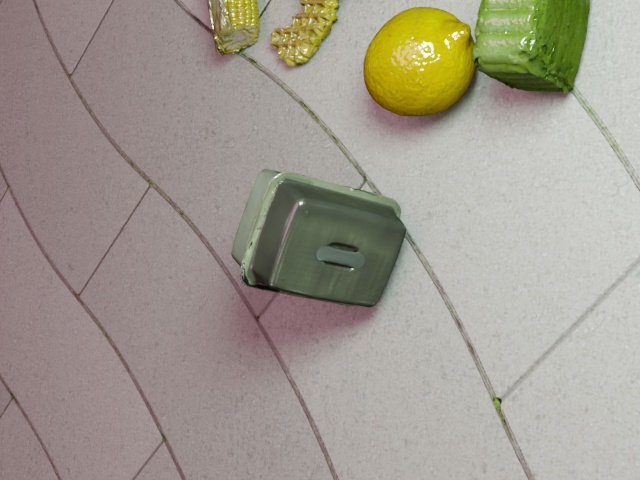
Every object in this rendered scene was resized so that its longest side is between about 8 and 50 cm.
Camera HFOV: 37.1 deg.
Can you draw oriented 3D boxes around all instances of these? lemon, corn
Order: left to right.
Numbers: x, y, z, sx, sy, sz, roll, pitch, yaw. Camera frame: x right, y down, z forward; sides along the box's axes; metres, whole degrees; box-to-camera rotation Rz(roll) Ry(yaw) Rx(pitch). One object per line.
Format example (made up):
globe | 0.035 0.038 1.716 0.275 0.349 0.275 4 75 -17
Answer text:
corn | -0.207 -0.556 2.072 0.123 0.122 0.305 -23 72 40
lemon | 0.170 -0.307 1.649 0.244 0.187 0.187 -28 66 51

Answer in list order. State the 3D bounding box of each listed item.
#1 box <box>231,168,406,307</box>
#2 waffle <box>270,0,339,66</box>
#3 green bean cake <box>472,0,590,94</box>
box | 0.000 0.000 1.703 0.166 0.290 0.221 39 112 54
waffle | -0.033 -0.454 1.946 0.194 0.051 0.149 -54 52 30
green bean cake | 0.333 -0.342 1.482 0.113 0.214 0.200 12 93 37
